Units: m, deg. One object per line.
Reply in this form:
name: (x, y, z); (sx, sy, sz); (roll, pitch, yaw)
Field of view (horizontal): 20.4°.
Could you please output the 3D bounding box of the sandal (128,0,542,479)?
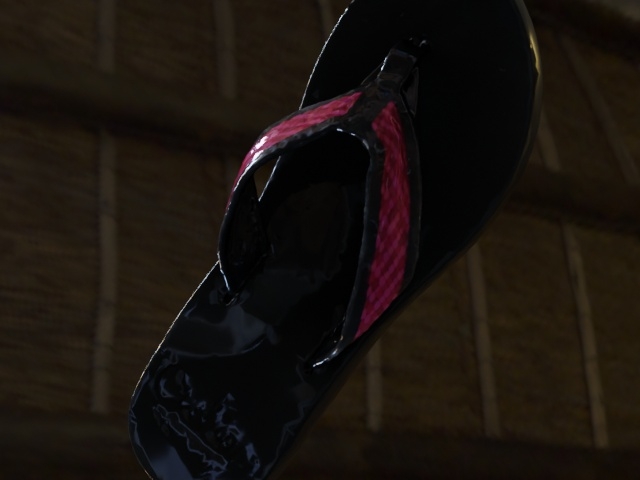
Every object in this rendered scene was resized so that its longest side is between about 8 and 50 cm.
sandal: (0.000, 0.000, 0.484); (0.067, 0.040, 0.179); (37, -77, 23)
